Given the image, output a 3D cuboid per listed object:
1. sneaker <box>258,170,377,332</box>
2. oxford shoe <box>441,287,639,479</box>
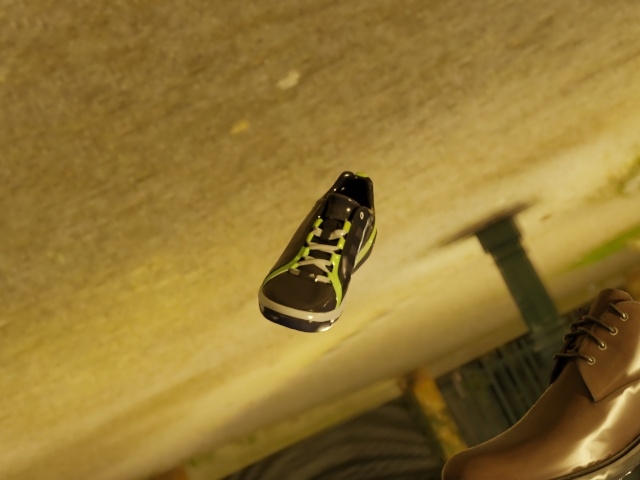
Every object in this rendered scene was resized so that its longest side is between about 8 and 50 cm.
[{"bbox_3d":[0.000,0.000,1.369,0.234,0.084,0.097,-61,162,-57],"label":"sneaker"},{"bbox_3d":[0.154,0.080,0.781,0.227,0.096,0.083,-27,-172,-19],"label":"oxford shoe"}]
